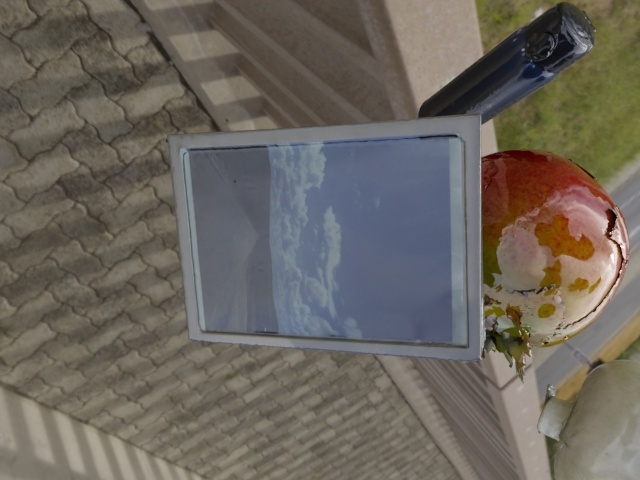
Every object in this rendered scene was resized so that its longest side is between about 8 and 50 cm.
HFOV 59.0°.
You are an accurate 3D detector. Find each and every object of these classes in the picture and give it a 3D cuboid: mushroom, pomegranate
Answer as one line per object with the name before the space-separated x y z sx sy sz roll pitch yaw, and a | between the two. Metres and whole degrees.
mushroom | 0.435 0.299 0.867 0.246 0.202 0.246 -17 114 -43
pomegranate | 0.196 0.020 0.580 0.210 0.210 0.235 50 58 -52

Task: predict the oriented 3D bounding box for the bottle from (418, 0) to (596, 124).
bottle | 0.214 -0.194 0.689 0.082 0.072 0.244 -27 178 -31

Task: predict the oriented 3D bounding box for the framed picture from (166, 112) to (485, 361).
framed picture | 0.000 0.000 0.460 0.023 0.259 0.189 -34 123 -69
